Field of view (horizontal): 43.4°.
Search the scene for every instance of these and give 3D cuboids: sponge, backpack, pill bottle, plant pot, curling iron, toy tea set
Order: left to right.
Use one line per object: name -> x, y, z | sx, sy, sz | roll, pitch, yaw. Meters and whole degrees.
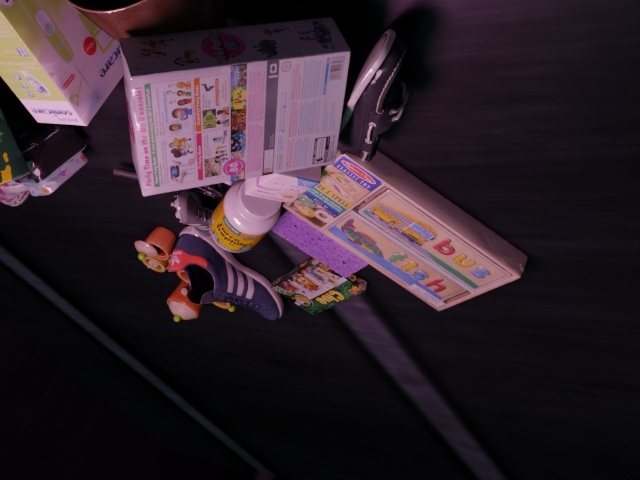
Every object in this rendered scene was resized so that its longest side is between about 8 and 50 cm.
backpack -> -0.621, -0.185, 1.765 | 0.188, 0.166, 0.144 | 7, 137, 35
plant pot -> -0.226, -0.350, 1.172 | 0.215, 0.215, 0.230 | 13, 162, 23
curling iron -> -0.332, -0.134, 1.749 | 0.274, 0.035, 0.068 | 12, 155, 23
toy tea set -> -0.377, 0.107, 2.088 | 0.200, 0.124, 0.336 | -4, 139, 43
pill bottle -> -0.148, -0.056, 1.632 | 0.117, 0.118, 0.208 | 31, 155, -10
sponge -> 0.000, 0.000, 1.708 | 0.210, 0.031, 0.117 | 33, 150, -11

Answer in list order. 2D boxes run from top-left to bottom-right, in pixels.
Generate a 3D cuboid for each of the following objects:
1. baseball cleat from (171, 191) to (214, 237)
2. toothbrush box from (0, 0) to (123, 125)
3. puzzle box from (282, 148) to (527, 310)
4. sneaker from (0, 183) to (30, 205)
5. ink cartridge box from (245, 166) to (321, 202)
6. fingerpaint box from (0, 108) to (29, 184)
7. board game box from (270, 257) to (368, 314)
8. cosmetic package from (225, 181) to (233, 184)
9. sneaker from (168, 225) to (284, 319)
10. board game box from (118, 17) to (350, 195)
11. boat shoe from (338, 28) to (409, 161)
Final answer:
baseball cleat -> -0.249, -0.058, 1.757 | 0.109, 0.072, 0.206 | -1, 167, 6
toothbrush box -> -0.440, -0.357, 1.297 | 0.122, 0.206, 0.283 | 9, 146, 28
puzzle box -> 0.154, -0.018, 1.533 | 0.409, 0.052, 0.272 | 33, 150, -12
sneaker -> -0.774, -0.147, 2.034 | 0.252, 0.103, 0.111 | 5, 149, 45
ink cartridge box -> -0.073, -0.131, 1.462 | 0.092, 0.090, 0.143 | 11, 160, -29
fingerpaint box -> -0.847, -0.248, 1.692 | 0.445, 0.163, 0.371 | -8, 107, 46
board game box -> -0.007, 0.105, 1.890 | 0.136, 0.030, 0.259 | 32, 151, -15
cosmetic package -> -0.188, -0.223, 1.369 | 0.151, 0.151, 0.184 | 22, 151, 10
sneaker -> -0.238, 0.120, 1.974 | 0.131, 0.148, 0.350 | -11, 135, 48
board game box -> -0.123, -0.194, 1.166 | 0.303, 0.097, 0.224 | -11, 141, -16
boat shoe -> 0.087, -0.211, 1.221 | 0.091, 0.114, 0.302 | 29, 163, -3
